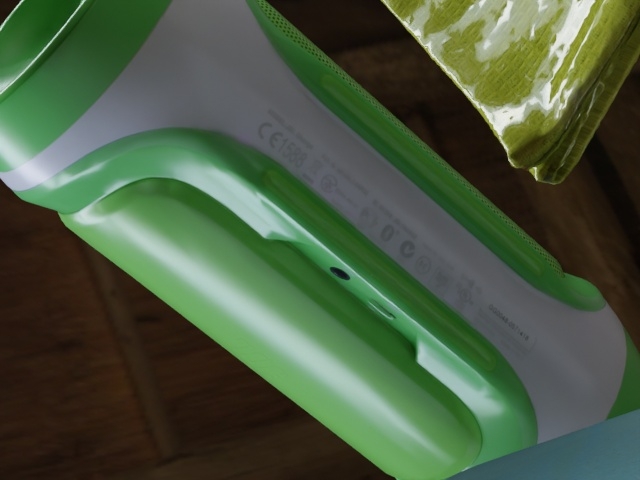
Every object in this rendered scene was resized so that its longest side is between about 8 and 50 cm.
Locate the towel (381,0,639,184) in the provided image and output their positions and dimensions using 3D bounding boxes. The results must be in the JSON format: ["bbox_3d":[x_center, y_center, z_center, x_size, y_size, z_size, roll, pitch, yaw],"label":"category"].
[{"bbox_3d":[0.028,-0.119,0.449,0.102,0.021,0.237,-64,-145,25],"label":"towel"}]

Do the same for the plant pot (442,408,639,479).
[{"bbox_3d":[0.097,0.137,0.477,0.166,0.234,0.165,-22,-81,16],"label":"plant pot"}]

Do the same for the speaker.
[{"bbox_3d":[0.000,0.000,0.680,0.131,0.296,0.131,-40,-155,23],"label":"speaker"}]
